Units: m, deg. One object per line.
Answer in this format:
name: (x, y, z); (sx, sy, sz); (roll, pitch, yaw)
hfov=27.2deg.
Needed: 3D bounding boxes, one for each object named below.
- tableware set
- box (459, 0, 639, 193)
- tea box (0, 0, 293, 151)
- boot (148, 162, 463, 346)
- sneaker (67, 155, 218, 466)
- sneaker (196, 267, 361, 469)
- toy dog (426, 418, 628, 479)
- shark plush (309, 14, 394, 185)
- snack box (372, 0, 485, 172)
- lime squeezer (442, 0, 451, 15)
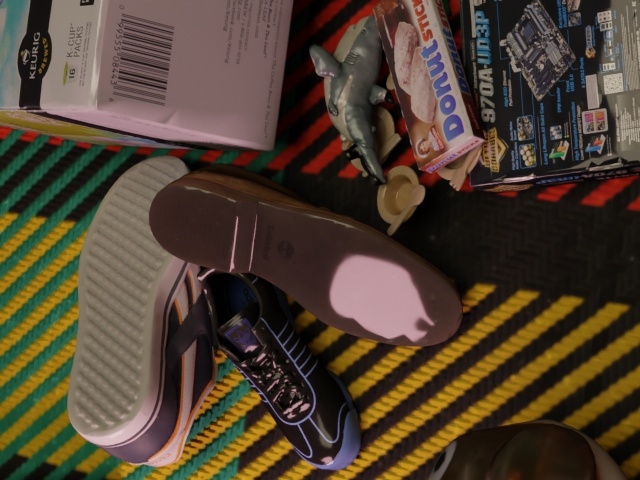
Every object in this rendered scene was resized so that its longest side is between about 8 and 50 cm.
tableware set: (0.082, -0.093, 1.222); (0.141, 0.020, 0.168); (-51, 46, 28)
box: (0.215, -0.160, 1.171); (0.175, 0.051, 0.220); (-7, 81, 29)
tea box: (-0.204, -0.266, 1.282); (0.323, 0.220, 0.329); (5, 87, 46)
boot: (0.000, 0.000, 1.247); (0.305, 0.115, 0.112); (23, 119, 10)
sneaker: (-0.171, 0.074, 1.331); (0.126, 0.127, 0.321); (-6, 57, 23)
sneaker: (-0.047, 0.118, 1.264); (0.081, 0.090, 0.232); (-39, 67, 20)
toy dog: (0.189, 0.337, 1.009); (0.395, 0.284, 0.408); (-24, 73, 11)
shark plush: (0.037, -0.132, 1.234); (0.067, 0.073, 0.161); (-16, 59, 21)
snack box: (0.096, -0.152, 1.190); (0.064, 0.022, 0.178); (-31, 60, 33)
lime squeezer: (-0.025, -0.225, 1.322); (0.310, 0.059, 0.110); (-18, 108, 26)
